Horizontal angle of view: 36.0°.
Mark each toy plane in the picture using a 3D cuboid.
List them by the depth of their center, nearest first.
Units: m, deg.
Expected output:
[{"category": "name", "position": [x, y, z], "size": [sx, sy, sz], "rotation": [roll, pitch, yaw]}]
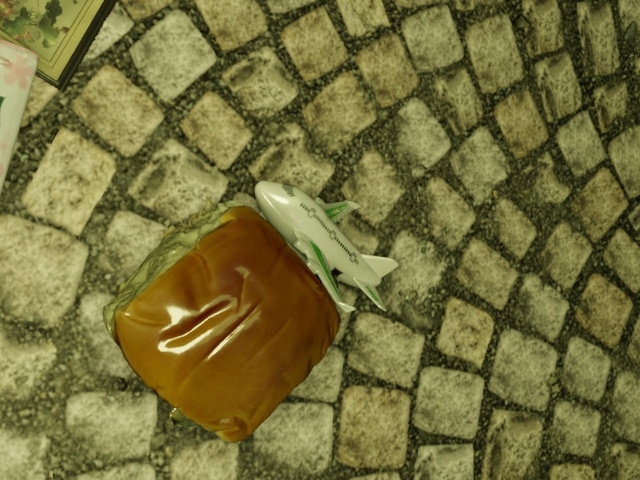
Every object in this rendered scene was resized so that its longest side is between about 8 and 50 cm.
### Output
[{"category": "toy plane", "position": [-0.003, 0.003, 1.422], "size": [0.255, 0.101, 0.251], "rotation": [36, 31, -21]}]

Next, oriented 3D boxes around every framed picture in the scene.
[{"category": "framed picture", "position": [-0.375, -0.326, 1.294], "size": [0.199, 0.010, 0.195], "rotation": [33, 72, -25]}]

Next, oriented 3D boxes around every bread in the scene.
[{"category": "bread", "position": [-0.128, 0.105, 1.291], "size": [0.279, 0.225, 0.250], "rotation": [-47, 109, -23]}]

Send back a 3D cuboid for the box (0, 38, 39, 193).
[{"category": "box", "position": [-0.477, -0.075, 1.168], "size": [0.190, 0.112, 0.369], "rotation": [19, 80, -28]}]
